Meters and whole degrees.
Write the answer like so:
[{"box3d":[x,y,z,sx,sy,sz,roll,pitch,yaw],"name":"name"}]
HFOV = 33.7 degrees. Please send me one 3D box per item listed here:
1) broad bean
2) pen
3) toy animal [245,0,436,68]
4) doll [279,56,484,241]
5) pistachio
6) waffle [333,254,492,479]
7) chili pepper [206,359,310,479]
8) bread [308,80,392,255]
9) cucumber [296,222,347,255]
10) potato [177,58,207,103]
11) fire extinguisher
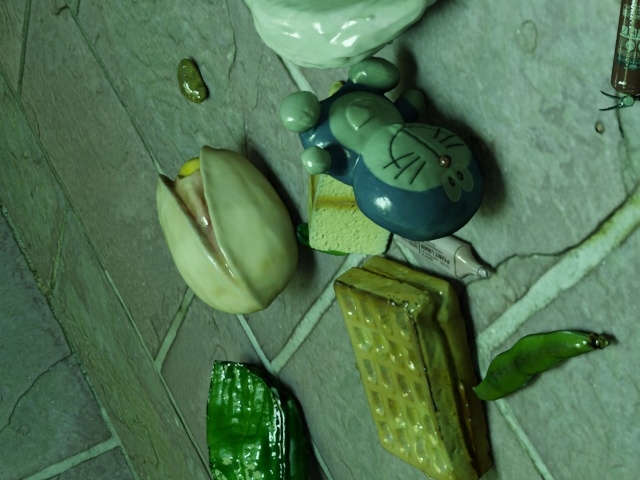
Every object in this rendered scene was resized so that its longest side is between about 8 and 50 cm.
[{"box3d":[0.277,0.156,1.394,0.060,0.043,0.297,54,149,6],"name":"broad bean"},{"box3d":[0.171,0.015,1.493,0.197,0.032,0.053,29,133,52],"name":"pen"},{"box3d":[0.034,-0.301,1.406,0.308,0.266,0.188,-1,132,17],"name":"toy animal"},{"box3d":[0.089,-0.107,1.366,0.258,0.228,0.154,37,138,26],"name":"doll"},{"box3d":[-0.164,-0.013,1.844,0.308,0.230,0.230,61,151,12],"name":"pistachio"},{"box3d":[0.142,0.199,1.601,0.224,0.098,0.327,20,131,57],"name":"waffle"},{"box3d":[-0.120,0.411,2.140,0.167,0.213,0.384,33,-138,-60],"name":"chili pepper"},{"box3d":[0.055,-0.116,1.613,0.240,0.136,0.178,102,171,-47],"name":"bread"},{"box3d":[0.000,0.000,1.777,0.168,0.039,0.039,23,128,51],"name":"cucumber"},{"box3d":[-0.246,-0.298,1.993,0.092,0.047,0.045,64,173,4],"name":"potato"},{"box3d":[0.322,-0.202,1.070,0.064,0.043,0.158,6,124,12],"name":"fire extinguisher"}]
